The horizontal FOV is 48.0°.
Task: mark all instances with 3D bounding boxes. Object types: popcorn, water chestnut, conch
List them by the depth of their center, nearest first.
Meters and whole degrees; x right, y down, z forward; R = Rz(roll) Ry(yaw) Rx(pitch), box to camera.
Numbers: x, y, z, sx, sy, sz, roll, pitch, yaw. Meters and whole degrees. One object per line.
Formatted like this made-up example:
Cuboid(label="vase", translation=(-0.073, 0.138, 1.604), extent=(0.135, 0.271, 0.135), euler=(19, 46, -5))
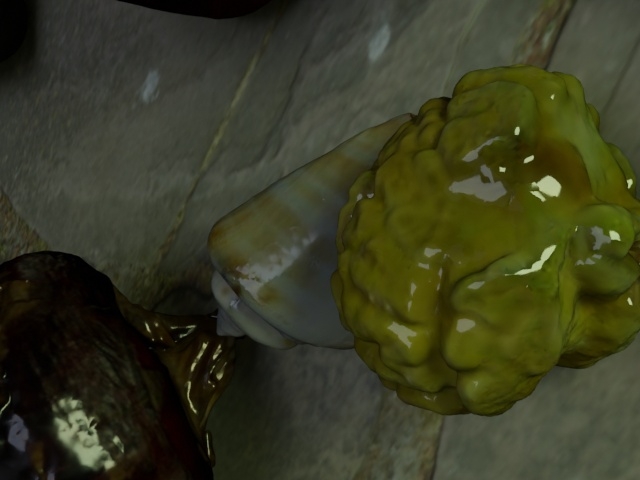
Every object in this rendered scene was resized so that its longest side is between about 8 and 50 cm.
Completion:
Cuboid(label="popcorn", translation=(0.120, 0.009, 0.472), extent=(0.200, 0.203, 0.226), euler=(-31, 37, 41))
Cuboid(label="conch", translation=(-0.008, 0.001, 0.586), extent=(0.158, 0.127, 0.255), euler=(50, 118, 24))
Cuboid(label="water chestnut", translation=(-0.209, 0.160, 0.673), extent=(0.335, 0.346, 0.335), euler=(49, 156, 30))

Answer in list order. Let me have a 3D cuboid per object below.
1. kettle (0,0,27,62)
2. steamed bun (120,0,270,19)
Cuboid(label="kettle", translation=(-0.482, -0.301, 0.915), extent=(0.236, 0.161, 0.221), euler=(0, 62, 36))
Cuboid(label="steamed bun", translation=(-0.159, -0.383, 0.608), extent=(0.248, 0.235, 0.379), euler=(-48, 64, 31))
